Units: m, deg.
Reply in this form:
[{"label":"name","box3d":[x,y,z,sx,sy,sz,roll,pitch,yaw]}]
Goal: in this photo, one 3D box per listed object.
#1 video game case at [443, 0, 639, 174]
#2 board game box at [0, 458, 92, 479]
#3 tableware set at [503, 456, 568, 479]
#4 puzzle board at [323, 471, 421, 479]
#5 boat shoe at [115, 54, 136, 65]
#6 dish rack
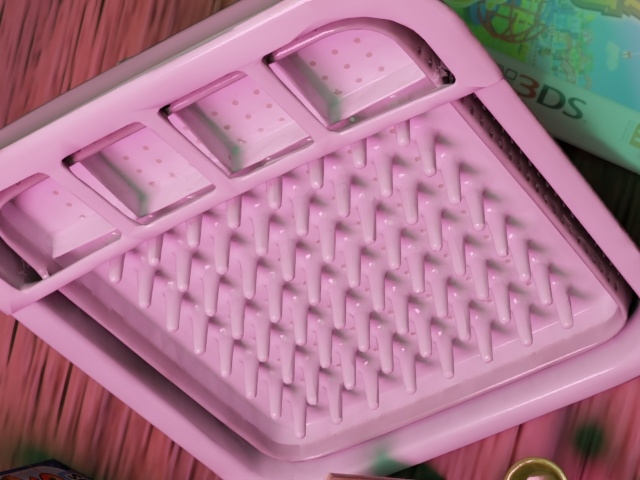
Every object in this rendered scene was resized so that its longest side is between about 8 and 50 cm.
[{"label":"video game case","box3d":[0.137,-0.165,0.940,0.193,0.023,0.212,24,101,7]},{"label":"board game box","box3d":[-0.120,0.193,1.030,0.201,0.136,0.035,23,101,22]},{"label":"tableware set","box3d":[0.092,0.191,0.925,0.154,0.024,0.104,-47,72,19]},{"label":"puzzle board","box3d":[0.012,0.189,0.993,0.011,0.096,0.128,35,106,43]},{"label":"boat shoe","box3d":[-0.072,-0.059,1.018,0.306,0.113,0.105,-16,89,37]},{"label":"dish rack","box3d":[0.000,0.000,0.902,0.285,0.333,0.072,-25,44,22]}]
